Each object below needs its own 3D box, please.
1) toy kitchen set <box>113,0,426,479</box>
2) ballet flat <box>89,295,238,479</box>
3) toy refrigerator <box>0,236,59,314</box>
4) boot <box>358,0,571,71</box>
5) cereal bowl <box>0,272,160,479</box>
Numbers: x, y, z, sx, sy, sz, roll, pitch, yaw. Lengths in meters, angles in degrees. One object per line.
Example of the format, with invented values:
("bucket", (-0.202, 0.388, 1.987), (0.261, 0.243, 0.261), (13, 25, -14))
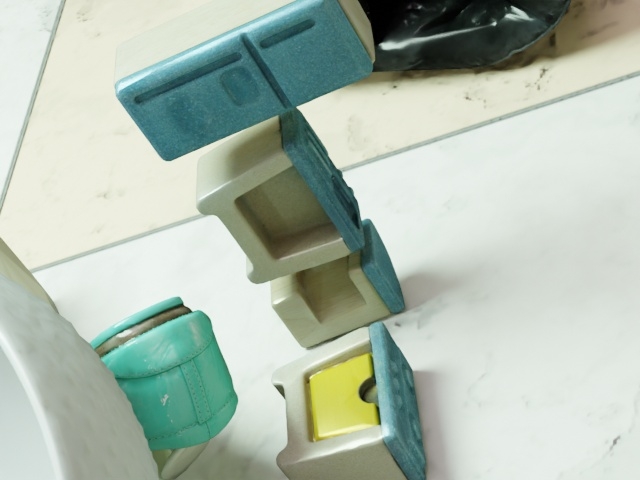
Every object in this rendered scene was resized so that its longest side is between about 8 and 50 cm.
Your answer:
("toy kitchen set", (0.000, 0.000, 0.782), (0.122, 0.207, 0.166), (-23, 39, 15))
("ballet flat", (-0.109, 0.092, 0.845), (0.083, 0.087, 0.247), (-23, -1, -25))
("toy refrigerator", (-0.291, 0.103, 0.969), (0.269, 0.102, 0.094), (-34, 37, -2))
("boot", (0.170, -0.314, 1.049), (0.367, 0.146, 0.445), (-16, 36, 37))
("cereal bowl", (-0.198, 0.168, 0.744), (0.339, 0.141, 0.339), (-6, 78, 32))
